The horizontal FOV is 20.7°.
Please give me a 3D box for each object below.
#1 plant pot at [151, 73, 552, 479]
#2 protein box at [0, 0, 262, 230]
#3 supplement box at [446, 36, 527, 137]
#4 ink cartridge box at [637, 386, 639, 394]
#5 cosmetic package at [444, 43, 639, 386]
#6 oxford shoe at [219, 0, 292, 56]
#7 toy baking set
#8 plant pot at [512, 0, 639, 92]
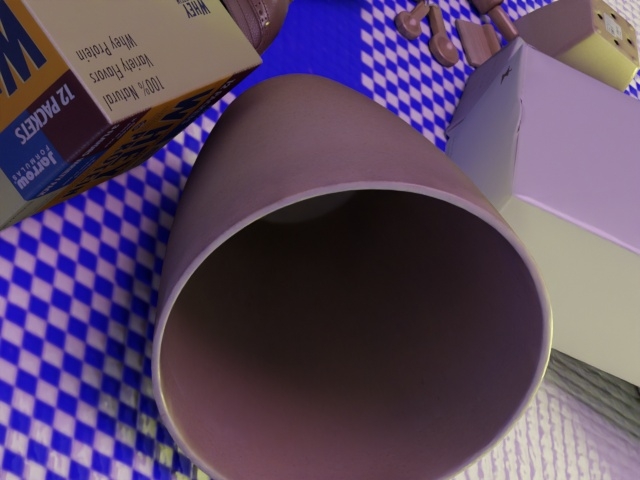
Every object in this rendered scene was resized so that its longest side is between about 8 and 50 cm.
[{"bbox_3d":[0.000,0.000,1.213,0.256,0.256,0.274,33,21,-28],"label":"plant pot"},{"bbox_3d":[-0.186,-0.144,1.184,0.201,0.136,0.200,54,32,2],"label":"protein box"},{"bbox_3d":[0.237,-0.069,1.696,0.239,0.073,0.130,44,34,-12],"label":"supplement box"},{"bbox_3d":[0.466,0.277,1.641,0.308,0.091,0.385,16,46,-43],"label":"ink cartridge box"},{"bbox_3d":[0.290,0.007,1.523,0.365,0.155,0.197,24,46,-12],"label":"cosmetic package"},{"bbox_3d":[-0.170,-0.265,1.334,0.364,0.130,0.132,32,53,-17],"label":"oxford shoe"},{"bbox_3d":[0.107,-0.276,1.767,0.197,0.030,0.256,-17,73,-55],"label":"toy baking set"},{"bbox_3d":[0.274,-0.195,1.838,0.109,0.096,0.109,35,37,-26],"label":"plant pot"}]
